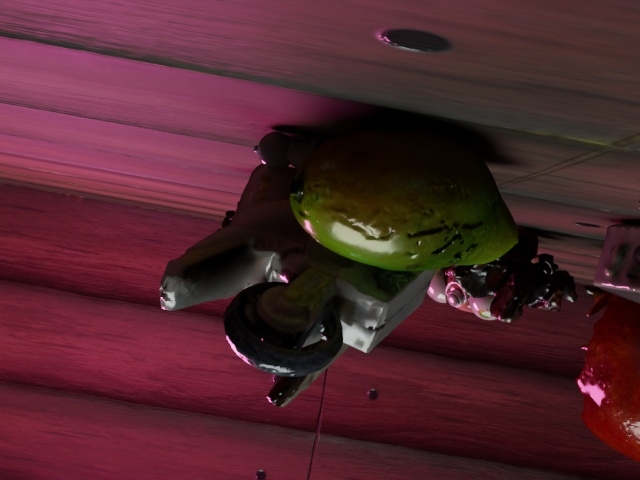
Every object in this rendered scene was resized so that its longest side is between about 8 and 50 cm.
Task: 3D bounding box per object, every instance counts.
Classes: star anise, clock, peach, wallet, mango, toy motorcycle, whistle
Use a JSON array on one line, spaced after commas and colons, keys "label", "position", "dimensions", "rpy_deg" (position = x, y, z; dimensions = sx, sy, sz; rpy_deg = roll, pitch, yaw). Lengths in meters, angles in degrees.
[{"label": "star anise", "position": [0.306, 0.048, 1.311], "dimensions": [0.190, 0.126, 0.220], "rpy_deg": [37, -157, 1]}, {"label": "clock", "position": [0.280, 0.062, 1.471], "dimensions": [0.162, 0.093, 0.166], "rpy_deg": [-33, -145, -32]}, {"label": "peach", "position": [0.608, 0.205, 1.344], "dimensions": [0.310, 0.335, 0.405], "rpy_deg": [3, 170, 43]}, {"label": "wallet", "position": [0.054, 0.060, 1.088], "dimensions": [0.068, 0.335, 0.275], "rpy_deg": [39, -163, 11]}, {"label": "mango", "position": [0.080, -0.028, 0.663], "dimensions": [0.232, 0.111, 0.125], "rpy_deg": [14, -177, -39]}, {"label": "toy motorcycle", "position": [0.000, 0.000, 0.774], "dimensions": [0.222, 0.108, 0.340], "rpy_deg": [33, -143, 21]}, {"label": "whistle", "position": [-0.015, -0.078, 0.755], "dimensions": [0.100, 0.035, 0.035], "rpy_deg": [7, 177, 22]}]

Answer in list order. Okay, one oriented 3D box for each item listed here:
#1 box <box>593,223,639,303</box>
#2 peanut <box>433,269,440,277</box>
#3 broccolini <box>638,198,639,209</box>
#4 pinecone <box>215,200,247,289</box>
[{"label": "box", "position": [0.563, 0.066, 0.913], "dimensions": [0.396, 0.111, 0.396], "rpy_deg": [12, 177, -25]}, {"label": "peanut", "position": [0.132, 0.023, 1.413], "dimensions": [0.129, 0.129, 0.224], "rpy_deg": [8, -175, 34]}, {"label": "broccolini", "position": [0.371, -0.008, 0.633], "dimensions": [0.254, 0.058, 0.071], "rpy_deg": [5, 133, 31]}, {"label": "pinecone", "position": [-0.046, 0.002, 1.159], "dimensions": [0.195, 0.179, 0.150], "rpy_deg": [-3, -162, 4]}]
